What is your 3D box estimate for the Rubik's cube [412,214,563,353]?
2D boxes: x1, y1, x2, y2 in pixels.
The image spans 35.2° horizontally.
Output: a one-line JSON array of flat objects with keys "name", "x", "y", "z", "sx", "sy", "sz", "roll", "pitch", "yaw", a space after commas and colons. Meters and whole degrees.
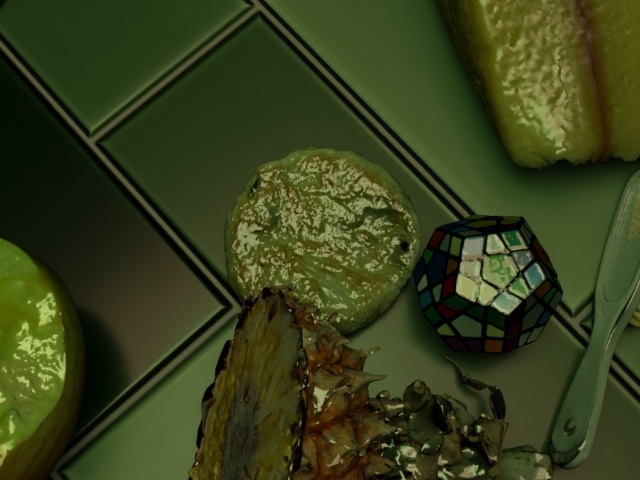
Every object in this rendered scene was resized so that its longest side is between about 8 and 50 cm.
[{"name": "Rubik's cube", "x": 0.148, "y": 0.038, "z": 0.895, "sx": 0.111, "sy": 0.133, "sz": 0.133, "roll": 19, "pitch": 73, "yaw": -24}]

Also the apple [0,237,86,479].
[{"name": "apple", "x": -0.307, "y": 0.101, "z": 0.804, "sx": 0.246, "sy": 0.246, "sz": 0.226, "roll": 24, "pitch": 70, "yaw": 6}]

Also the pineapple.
[{"name": "pineapple", "x": 0.052, "y": 0.188, "z": 0.825, "sx": 0.271, "sy": 0.262, "sz": 0.263, "roll": 16, "pitch": 73, "yaw": -20}]

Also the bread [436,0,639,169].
[{"name": "bread", "x": 0.219, "y": -0.249, "z": 0.988, "sx": 0.233, "sy": 0.245, "sz": 0.362, "roll": -11, "pitch": 99, "yaw": -5}]

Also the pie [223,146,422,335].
[{"name": "pie", "x": 0.000, "y": 0.000, "z": 0.941, "sx": 0.186, "sy": 0.041, "sz": 0.187, "roll": 0, "pitch": 75, "yaw": -1}]

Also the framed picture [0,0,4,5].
[{"name": "framed picture", "x": -0.448, "y": -0.280, "z": 1.029, "sx": 0.265, "sy": 0.016, "sz": 0.347, "roll": 30, "pitch": 76, "yaw": 7}]

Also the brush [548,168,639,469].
[{"name": "brush", "x": 0.280, "y": 0.073, "z": 0.921, "sx": 0.060, "sy": 0.068, "sz": 0.297, "roll": 27, "pitch": 76, "yaw": -19}]
